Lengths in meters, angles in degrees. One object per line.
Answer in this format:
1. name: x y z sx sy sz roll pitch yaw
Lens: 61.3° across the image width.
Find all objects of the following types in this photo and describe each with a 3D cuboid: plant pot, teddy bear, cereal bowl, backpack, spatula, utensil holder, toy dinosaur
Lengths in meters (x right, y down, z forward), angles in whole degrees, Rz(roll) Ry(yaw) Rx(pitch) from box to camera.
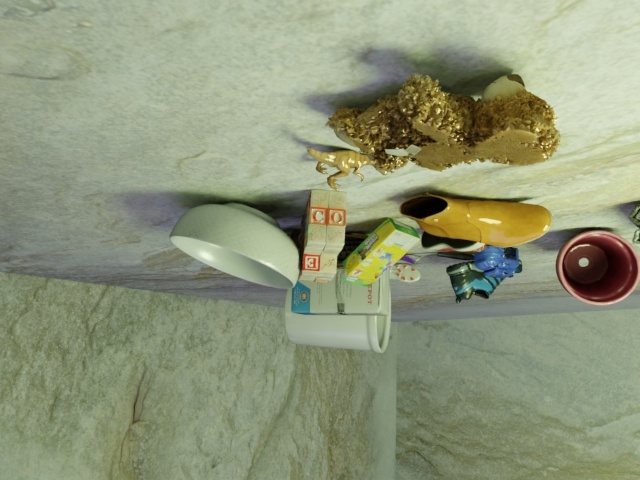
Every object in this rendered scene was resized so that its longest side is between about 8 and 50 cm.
1. plant pot: 0.757 0.070 1.507 0.202 0.201 0.180 -1 -178 15
2. teddy bear: 0.173 -0.175 0.801 0.245 0.113 0.338 21 166 -33
3. cereal bowl: -0.203 -0.001 1.389 0.339 0.141 0.339 18 165 5
4. backpack: 0.541 0.062 1.671 0.120 0.101 0.098 11 158 -19
5. spatula: 0.370 0.055 1.815 0.297 0.030 0.084 -2 162 20
6. utensil holder: 0.078 0.295 2.254 0.386 0.327 0.327 0 166 17
7. toy dinosaur: 0.030 -0.150 1.013 0.212 0.064 0.112 1 152 -34

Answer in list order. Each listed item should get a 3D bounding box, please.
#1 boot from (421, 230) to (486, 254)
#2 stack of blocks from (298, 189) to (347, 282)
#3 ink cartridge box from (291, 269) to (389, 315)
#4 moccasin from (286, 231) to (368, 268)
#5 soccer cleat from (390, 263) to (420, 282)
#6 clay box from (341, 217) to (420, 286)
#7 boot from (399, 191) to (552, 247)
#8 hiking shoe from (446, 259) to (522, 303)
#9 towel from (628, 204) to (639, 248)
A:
1. boot: 0.412 -0.004 1.460 0.176 0.088 0.244 8 173 -22
2. stack of blocks: 0.000 0.000 1.369 0.087 0.171 0.297 4 166 -5
3. ink cartridge box: 0.070 0.136 1.802 0.308 0.223 0.129 -3 165 22
4. moccasin: -0.017 0.037 1.591 0.380 0.139 0.147 3 166 -3
5. soccer cleat: 0.282 0.120 2.045 0.196 0.068 0.076 6 173 18
6. clay box: 0.159 0.039 1.511 0.127 0.053 0.222 17 126 -45
7. boot: 0.346 -0.053 1.225 0.295 0.104 0.211 -3 166 40
8. hiking shoe: 0.555 0.130 1.816 0.304 0.132 0.113 -6 173 -23
9. towel: 0.871 -0.030 1.196 0.284 0.121 0.235 -10 158 42
